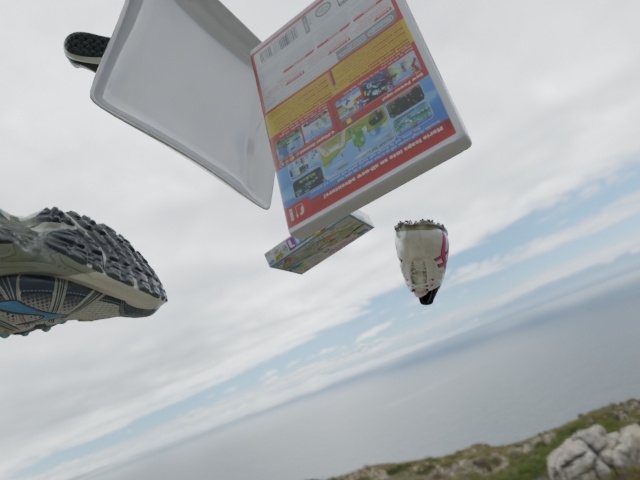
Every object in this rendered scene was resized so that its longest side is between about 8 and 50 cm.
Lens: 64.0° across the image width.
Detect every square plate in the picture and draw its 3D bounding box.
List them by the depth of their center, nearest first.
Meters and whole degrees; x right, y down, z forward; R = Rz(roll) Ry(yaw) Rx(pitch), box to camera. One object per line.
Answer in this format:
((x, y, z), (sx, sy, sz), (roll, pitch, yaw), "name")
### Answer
((-0.196, -0.265, 0.864), (0.049, 0.343, 0.347), (-15, -33, 36), "square plate")

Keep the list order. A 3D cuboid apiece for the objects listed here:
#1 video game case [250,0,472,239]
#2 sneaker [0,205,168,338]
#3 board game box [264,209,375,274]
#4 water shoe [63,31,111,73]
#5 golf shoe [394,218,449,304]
((0.023, -0.166, 0.567), (0.204, 0.285, 0.025), (-28, -32, 24), "video game case")
((-0.273, 0.035, 0.468), (0.122, 0.110, 0.283), (-51, -37, 10), "sneaker")
((0.000, 0.000, 0.815), (0.154, 0.026, 0.103), (-34, -24, 17), "board game box")
((-0.390, -0.353, 1.006), (0.203, 0.072, 0.080), (13, -12, -17), "water shoe")
((0.141, 0.031, 0.687), (0.068, 0.085, 0.186), (-4, -22, 18), "golf shoe")
